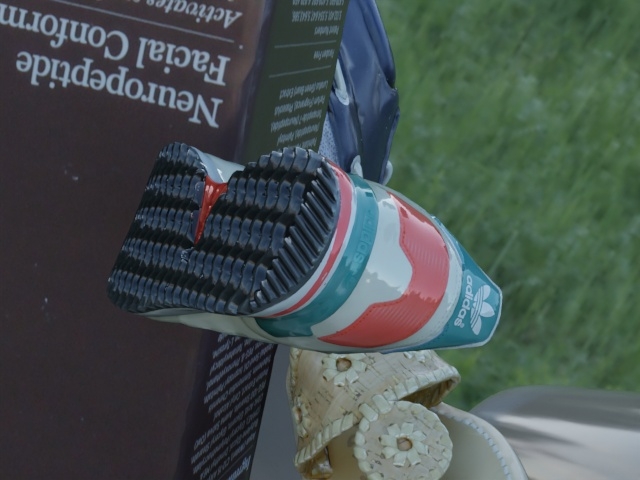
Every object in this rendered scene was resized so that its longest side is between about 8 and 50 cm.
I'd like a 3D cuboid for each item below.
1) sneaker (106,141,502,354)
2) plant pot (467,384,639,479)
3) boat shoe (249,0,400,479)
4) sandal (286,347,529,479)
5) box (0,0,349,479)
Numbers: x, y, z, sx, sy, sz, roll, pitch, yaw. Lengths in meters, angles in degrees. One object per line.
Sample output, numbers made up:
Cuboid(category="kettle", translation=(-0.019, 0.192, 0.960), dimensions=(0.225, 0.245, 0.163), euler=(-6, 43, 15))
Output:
Cuboid(category="sneaker", translation=(-0.008, 0.009, 0.398), dimensions=(0.075, 0.057, 0.161), euler=(25, -9, -23))
Cuboid(category="plant pot", translation=(0.214, 0.227, 0.869), dimensions=(0.323, 0.323, 0.280), euler=(16, 2, -43))
Cuboid(category="boat shoe", translation=(0.000, 0.000, 0.838), dimensions=(0.127, 0.340, 0.158), euler=(10, 31, 33))
Cuboid(category="sandal", translation=(0.011, 0.064, 0.570), dimensions=(0.079, 0.088, 0.240), euler=(56, 0, -18))
Cuboid(category="box", translation=(-0.112, -0.015, 0.593), dimensions=(0.191, 0.381, 0.143), euler=(14, 14, 12))
